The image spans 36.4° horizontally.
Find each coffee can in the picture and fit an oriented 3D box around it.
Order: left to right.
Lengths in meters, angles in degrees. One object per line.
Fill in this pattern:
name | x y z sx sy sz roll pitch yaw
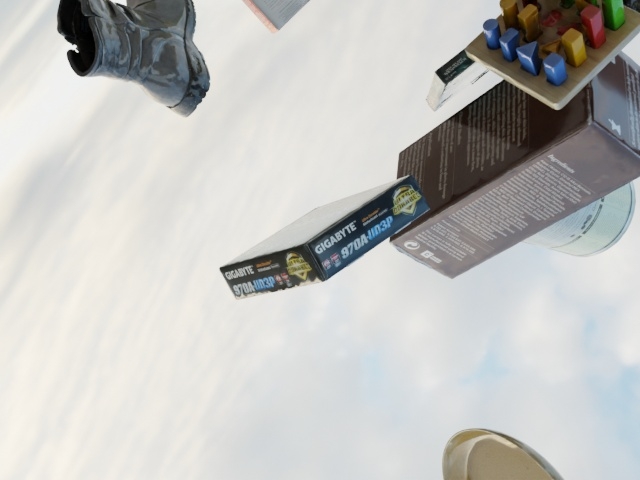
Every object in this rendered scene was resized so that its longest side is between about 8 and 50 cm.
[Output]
coffee can | 0.401 -0.086 1.718 0.202 0.275 0.201 -11 -106 43

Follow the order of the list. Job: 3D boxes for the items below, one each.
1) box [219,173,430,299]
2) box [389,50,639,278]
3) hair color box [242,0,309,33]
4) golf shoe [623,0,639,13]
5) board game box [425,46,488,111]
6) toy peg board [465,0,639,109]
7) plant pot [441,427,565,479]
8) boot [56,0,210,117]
box | 0.000 0.000 1.170 0.175 0.051 0.220 -33 -171 -31
box | 0.277 -0.116 1.398 0.381 0.143 0.191 -35 -144 44
hair color box | -0.089 -0.379 1.422 0.072 0.141 0.043 -45 -165 -7
golf shoe | 0.525 -0.448 1.843 0.094 0.198 0.077 116 -4 -76
board game box | 0.213 -0.249 1.404 0.126 0.026 0.186 -38 175 0
toy peg board | 0.281 -0.271 1.196 0.161 0.079 0.161 -43 -127 -8
plant pot | 0.240 0.325 1.171 0.032 0.236 0.236 -26 -169 -31
boot | -0.307 -0.351 1.528 0.118 0.223 0.338 -49 -135 23
